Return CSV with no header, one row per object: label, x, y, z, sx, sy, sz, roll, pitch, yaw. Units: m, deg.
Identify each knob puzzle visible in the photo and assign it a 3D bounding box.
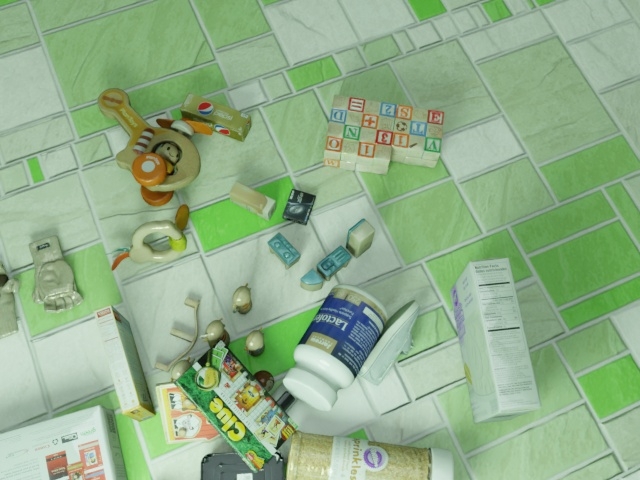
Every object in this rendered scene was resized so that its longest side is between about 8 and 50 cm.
knob puzzle,-0.253,0.378,1.516,0.213,0.213,0.030,-9,29,-5

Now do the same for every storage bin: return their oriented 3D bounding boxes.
storage bin,-0.168,0.527,1.506,0.180,0.084,0.122,-2,69,-2

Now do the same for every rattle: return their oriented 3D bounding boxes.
rattle,-0.431,-0.014,1.712,0.200,0.130,0.142,-23,58,17

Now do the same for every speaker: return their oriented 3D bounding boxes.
speaker,-0.110,0.391,1.576,0.055,0.055,0.136,40,73,12

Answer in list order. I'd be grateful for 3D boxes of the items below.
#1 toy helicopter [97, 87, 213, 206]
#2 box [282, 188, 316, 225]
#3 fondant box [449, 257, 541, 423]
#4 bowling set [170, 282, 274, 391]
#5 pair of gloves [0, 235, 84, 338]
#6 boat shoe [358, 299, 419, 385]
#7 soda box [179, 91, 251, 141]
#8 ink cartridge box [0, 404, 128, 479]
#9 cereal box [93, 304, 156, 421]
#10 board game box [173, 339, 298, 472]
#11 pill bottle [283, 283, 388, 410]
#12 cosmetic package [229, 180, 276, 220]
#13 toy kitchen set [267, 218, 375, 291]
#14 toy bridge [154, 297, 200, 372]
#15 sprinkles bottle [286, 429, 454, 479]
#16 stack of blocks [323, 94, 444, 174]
toy helicopter,-0.439,-0.277,1.776,0.235,0.140,0.355,-39,73,-17
box,-0.055,-0.087,1.778,0.067,0.018,0.083,18,70,4
fondant box,0.385,0.232,1.557,0.096,0.238,0.330,-5,69,-3
bowling set,-0.183,0.256,1.571,0.200,0.154,0.287,30,71,9
pair of gloves,-0.715,0.116,1.664,0.240,0.042,0.204,-26,69,-13
boat shoe,0.175,0.245,1.639,0.081,0.079,0.227,42,72,-6
soda box,-0.279,-0.328,1.838,0.181,0.061,0.058,22,70,6
ink cartridge box,-0.580,0.530,1.465,0.310,0.130,0.271,-15,72,-7
cereal box,-0.437,0.278,1.544,0.047,0.173,0.240,-20,71,-8
board game box,-0.178,0.353,1.474,0.259,0.030,0.136,49,63,-4
pill bottle,0.033,0.242,1.569,0.153,0.153,0.264,28,62,8
cosmetic package,-0.173,-0.100,1.757,0.115,0.060,0.041,26,71,9
toy kitchen set,0.000,0.000,1.692,0.207,0.122,0.166,-39,75,-15
toy bridge,-0.327,0.227,1.645,0.063,0.026,0.188,21,70,3
sprinkles bottle,0.107,0.498,1.509,0.356,0.121,0.121,7,69,1
stack of blocks,0.167,-0.269,1.819,0.298,0.087,0.171,9,69,1
